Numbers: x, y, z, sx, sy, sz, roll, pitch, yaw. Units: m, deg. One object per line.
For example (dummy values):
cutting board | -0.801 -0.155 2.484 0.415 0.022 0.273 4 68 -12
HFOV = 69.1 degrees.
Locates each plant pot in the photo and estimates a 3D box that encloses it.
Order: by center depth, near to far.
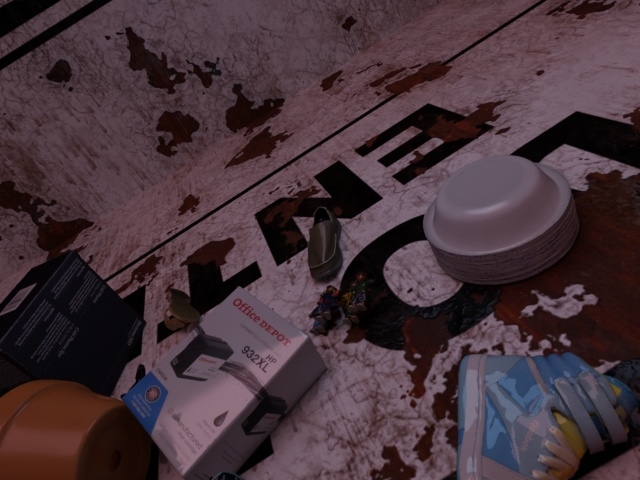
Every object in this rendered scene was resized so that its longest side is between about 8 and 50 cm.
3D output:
plant pot | -0.464 0.411 0.876 0.203 0.291 0.291 -6 38 16

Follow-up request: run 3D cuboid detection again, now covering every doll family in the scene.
doll family | 0.041 0.131 1.000 0.192 0.076 0.111 -19 38 27

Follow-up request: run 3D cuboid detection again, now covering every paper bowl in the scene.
paper bowl | 0.344 -0.059 0.926 0.284 0.148 0.284 -23 33 16

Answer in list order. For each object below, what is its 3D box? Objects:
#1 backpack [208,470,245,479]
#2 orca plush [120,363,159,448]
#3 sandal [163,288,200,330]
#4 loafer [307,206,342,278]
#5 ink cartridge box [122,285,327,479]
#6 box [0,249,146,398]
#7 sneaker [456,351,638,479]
backpack | -0.098 0.430 0.615 0.188 0.144 0.166 22 48 10
orca plush | -0.395 0.354 1.041 0.151 0.102 0.287 -38 31 -9
sandal | -0.398 0.211 1.299 0.079 0.088 0.240 -66 26 4
loafer | 0.000 0.000 1.205 0.094 0.087 0.251 -22 32 16
ink cartridge box | -0.177 0.271 0.892 0.223 0.129 0.307 28 63 37
box | -0.681 0.263 1.223 0.178 0.313 0.343 -20 32 20
sneaker | 0.279 0.258 0.556 0.208 0.127 0.319 -17 35 26
